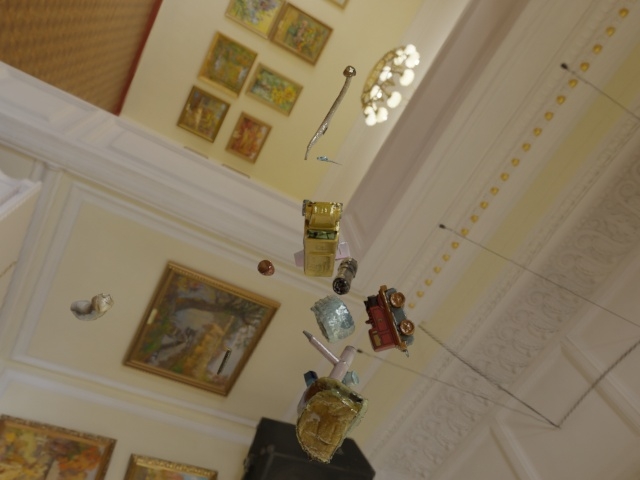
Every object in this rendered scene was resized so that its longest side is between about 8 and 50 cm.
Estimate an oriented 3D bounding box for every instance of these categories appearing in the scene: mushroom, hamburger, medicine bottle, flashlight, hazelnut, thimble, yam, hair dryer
[{"bbox_3d":[0.026,-0.381,1.426,0.043,0.068,0.306,34,-77,27],"label":"mushroom"},{"bbox_3d":[0.016,0.592,1.593,0.132,0.211,0.309,-16,137,-61],"label":"hamburger"},{"bbox_3d":[0.045,0.634,2.118,0.258,0.079,0.124,-20,-130,22],"label":"medicine bottle"},{"bbox_3d":[0.121,0.168,2.297,0.103,0.103,0.424,-62,177,13],"label":"flashlight"},{"bbox_3d":[-0.255,0.132,2.222,0.086,0.086,0.086,-54,-159,32],"label":"hazelnut"},{"bbox_3d":[0.059,0.414,2.496,0.250,0.172,0.205,60,-16,26],"label":"thimble"},{"bbox_3d":[-0.437,0.551,2.141,0.129,0.027,0.033,-64,-155,6],"label":"yam"},{"bbox_3d":[0.009,0.426,1.758,0.195,0.220,0.053,-51,174,-50],"label":"hair dryer"},{"bbox_3d":[-0.840,0.250,1.741,0.223,0.092,0.081,-14,-166,39],"label":"mushroom"}]

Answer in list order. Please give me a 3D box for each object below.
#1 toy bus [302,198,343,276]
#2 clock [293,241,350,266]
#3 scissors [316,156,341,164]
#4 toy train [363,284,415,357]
[{"bbox_3d":[0.000,0.000,1.487,0.335,0.121,0.123,94,0,-61],"label":"toy bus"},{"bbox_3d":[0.007,0.059,1.931,0.150,0.197,0.063,156,-76,-65],"label":"clock"},{"bbox_3d":[0.028,-0.219,1.298,0.036,0.083,0.006,-1,-99,55],"label":"scissors"},{"bbox_3d":[0.338,0.409,2.328,0.163,0.232,0.369,70,3,-69],"label":"toy train"}]
